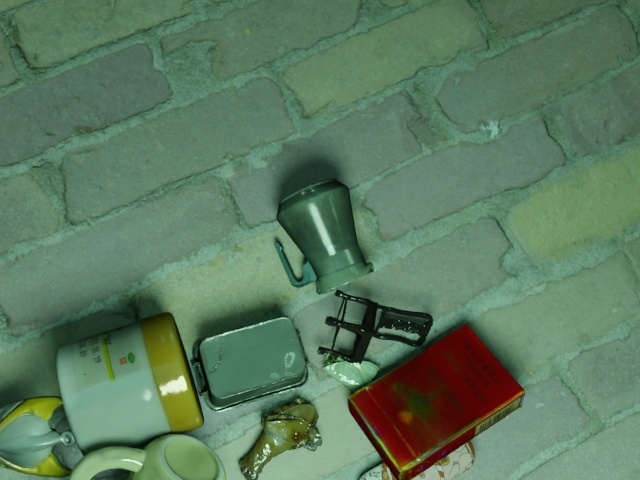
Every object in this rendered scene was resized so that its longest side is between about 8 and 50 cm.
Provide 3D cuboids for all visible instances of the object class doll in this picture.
[{"bbox_3d":[-0.607,0.370,1.452,0.317,0.103,0.145,-2,70,19],"label":"doll"}]

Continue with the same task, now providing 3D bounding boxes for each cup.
[{"bbox_3d":[-0.318,0.455,1.406,0.255,0.173,0.202,33,109,1],"label":"cup"}]

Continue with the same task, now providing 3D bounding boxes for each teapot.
[{"bbox_3d":[0.000,0.000,1.657,0.203,0.171,0.225,-24,85,19],"label":"teapot"}]

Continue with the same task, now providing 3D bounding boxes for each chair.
[{"bbox_3d":[0.122,0.198,1.618,0.229,0.106,0.113,15,39,-1],"label":"chair"}]

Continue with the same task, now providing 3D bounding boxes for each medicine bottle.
[{"bbox_3d":[-0.368,0.282,1.480,0.232,0.238,0.237,-16,77,-11],"label":"medicine bottle"}]

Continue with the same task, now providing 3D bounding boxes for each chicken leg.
[{"bbox_3d":[-0.089,0.408,1.568,0.196,0.080,0.125,-27,93,-13],"label":"chicken leg"}]

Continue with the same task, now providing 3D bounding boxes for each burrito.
[{"bbox_3d":[0.064,0.278,1.637,0.118,0.044,0.074,31,76,-1],"label":"burrito"}]

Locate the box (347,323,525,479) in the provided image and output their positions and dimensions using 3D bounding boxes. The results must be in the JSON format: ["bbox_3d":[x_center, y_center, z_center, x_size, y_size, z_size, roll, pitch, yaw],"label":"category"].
[{"bbox_3d":[0.239,0.338,1.587,0.313,0.089,0.197,-28,56,-15],"label":"box"}]

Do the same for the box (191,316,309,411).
[{"bbox_3d":[-0.143,0.249,1.572,0.244,0.135,0.163,-14,77,-10],"label":"box"}]

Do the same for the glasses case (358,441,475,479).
[{"bbox_3d":[0.199,0.483,1.587,0.267,0.067,0.103,-27,75,-14],"label":"glasses case"}]
